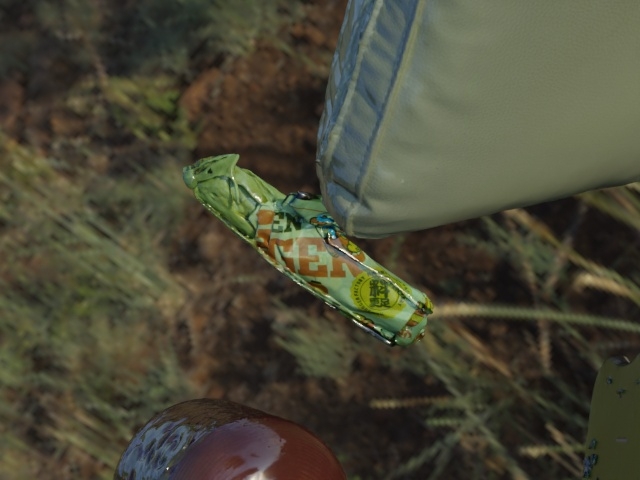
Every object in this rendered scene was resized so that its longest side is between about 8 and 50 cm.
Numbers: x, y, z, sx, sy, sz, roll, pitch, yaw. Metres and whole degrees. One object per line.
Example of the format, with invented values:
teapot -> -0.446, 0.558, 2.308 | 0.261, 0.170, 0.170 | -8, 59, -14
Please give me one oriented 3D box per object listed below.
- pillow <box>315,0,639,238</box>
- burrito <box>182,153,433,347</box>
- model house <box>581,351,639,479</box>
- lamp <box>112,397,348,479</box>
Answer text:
pillow -> 0.126, -0.147, 0.672 | 0.120, 0.255, 0.322 | 51, 142, 38
burrito -> 0.000, 0.000, 1.541 | 0.104, 0.288, 0.054 | -47, 12, 39
model house -> 0.351, 0.217, 1.538 | 0.294, 0.154, 0.207 | 113, 167, -83
lamp -> -0.080, 0.222, 1.332 | 0.180, 0.180, 0.258 | -60, 23, -14
